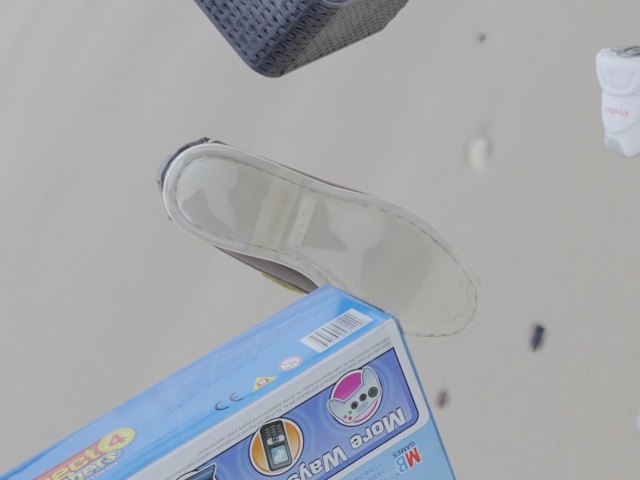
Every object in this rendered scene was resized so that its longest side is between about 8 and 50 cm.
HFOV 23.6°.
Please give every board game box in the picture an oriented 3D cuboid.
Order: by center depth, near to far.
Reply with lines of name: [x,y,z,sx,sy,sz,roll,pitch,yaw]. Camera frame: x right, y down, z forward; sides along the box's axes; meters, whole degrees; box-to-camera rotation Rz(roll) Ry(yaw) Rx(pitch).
board game box: [-0.049,0.233,0.925,0.308,0.302,0.086,-29,25,-20]

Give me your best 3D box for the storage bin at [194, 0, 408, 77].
storage bin: [-0.007,-0.205,1.101,0.122,0.180,0.084,51,129,6]

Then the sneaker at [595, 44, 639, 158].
sneaker: [0.324,-0.119,1.382,0.090,0.232,0.115,24,113,48]

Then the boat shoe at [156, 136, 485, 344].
boat shoe: [0.000,0.000,1.400,0.117,0.324,0.097,-66,17,1]
